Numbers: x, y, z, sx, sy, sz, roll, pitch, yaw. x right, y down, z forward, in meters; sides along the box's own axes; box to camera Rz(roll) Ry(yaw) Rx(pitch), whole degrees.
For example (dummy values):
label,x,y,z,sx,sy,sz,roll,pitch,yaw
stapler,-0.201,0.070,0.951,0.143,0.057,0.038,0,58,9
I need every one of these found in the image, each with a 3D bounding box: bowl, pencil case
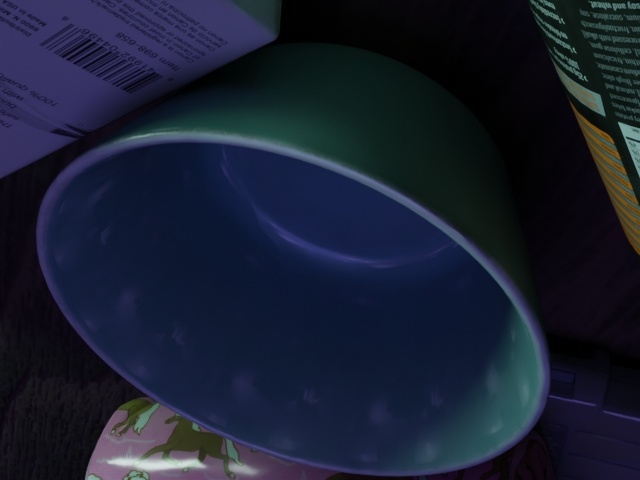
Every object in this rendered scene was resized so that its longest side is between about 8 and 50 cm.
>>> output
label,x,y,z,sx,sy,sz,roll,pitch,yaw
bowl,0.000,0.000,0.603,0.312,0.163,0.311,13,140,11
pencil case,-0.001,0.219,0.774,0.386,0.160,0.167,-2,149,26

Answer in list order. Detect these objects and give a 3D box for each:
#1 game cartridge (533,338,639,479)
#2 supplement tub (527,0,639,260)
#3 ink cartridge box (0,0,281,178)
label,x,y,z,sx,sy,sz,roll,pitch,yaw
game cartridge,0.105,0.151,0.816,0.355,0.068,0.230,11,136,13
supplement tub,0.194,-0.091,0.384,0.194,0.193,0.316,-8,133,32
ink cartridge box,-0.181,-0.149,0.511,0.273,0.114,0.197,-18,148,38
